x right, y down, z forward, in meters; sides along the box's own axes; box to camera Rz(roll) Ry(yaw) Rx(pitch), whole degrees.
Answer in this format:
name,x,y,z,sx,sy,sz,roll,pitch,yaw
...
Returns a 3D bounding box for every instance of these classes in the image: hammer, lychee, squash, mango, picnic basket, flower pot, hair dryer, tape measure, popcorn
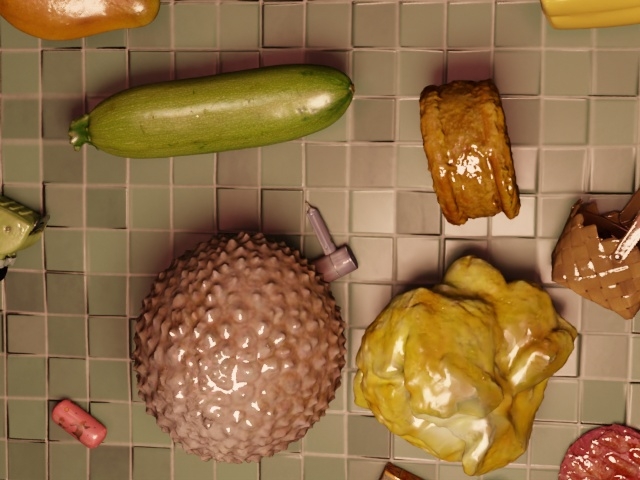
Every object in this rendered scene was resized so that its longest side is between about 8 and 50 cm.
name,x,y,z,sx,sy,sz,roll,pitch,yaw
hammer,-0.344,0.261,1.591,0.083,0.043,0.043,35,100,3
lychee,-0.113,0.136,1.431,0.300,0.300,0.300,1,96,8
squash,-0.144,-0.168,1.482,0.395,0.107,0.107,-8,95,11
mango,-0.328,-0.335,1.499,0.227,0.099,0.136,3,92,0
picnic basket,0.380,-0.009,1.410,0.137,0.128,0.178,28,116,2
flower pot,0.351,-0.347,1.360,0.179,0.195,0.195,-14,94,21
hair dryer,0.000,0.000,1.519,0.063,0.037,0.114,-25,84,11
tape measure,-0.493,-0.013,1.560,0.177,0.087,0.154,31,100,6
popcorn,0.178,0.150,1.411,0.225,0.276,0.276,30,101,39

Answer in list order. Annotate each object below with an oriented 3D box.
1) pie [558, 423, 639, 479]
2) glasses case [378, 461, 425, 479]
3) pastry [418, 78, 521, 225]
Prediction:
name,x,y,z,sx,sy,sz,roll,pitch,yaw
pie,0.393,0.320,1.491,0.154,0.036,0.154,1,97,9
glasses case,0.077,0.421,1.540,0.075,0.049,0.218,26,99,5
pastry,0.188,-0.109,1.404,0.103,0.189,0.189,-11,94,12
